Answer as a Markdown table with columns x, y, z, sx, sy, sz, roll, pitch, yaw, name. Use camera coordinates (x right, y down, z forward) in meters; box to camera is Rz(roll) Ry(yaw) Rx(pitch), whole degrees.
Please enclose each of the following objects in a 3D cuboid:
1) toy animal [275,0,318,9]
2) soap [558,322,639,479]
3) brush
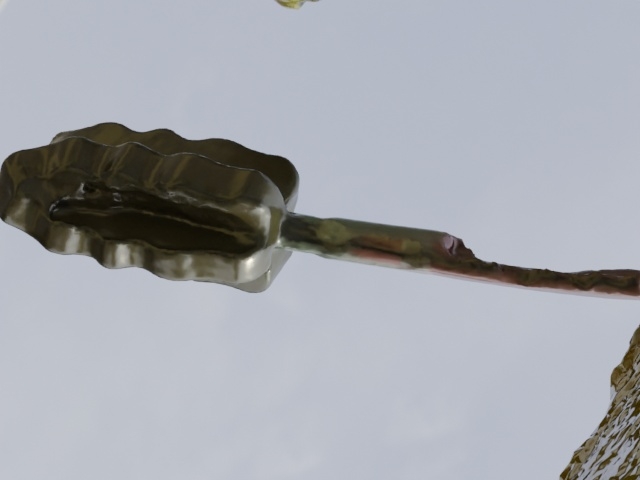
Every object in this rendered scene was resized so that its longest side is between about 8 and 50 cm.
| x | y | z | sx | sy | sz | roll | pitch | yaw | name |
| --- | --- | --- | --- | --- | --- | --- | --- | --- | --- |
| -0.005 | -0.214 | 0.847 | 0.136 | 0.181 | 0.073 | -30 | -142 | 4 | toy animal |
| 0.108 | 0.044 | 0.489 | 0.169 | 0.304 | 0.339 | 125 | -35 | -48 | soap |
| 0.000 | 0.000 | 0.821 | 0.301 | 0.084 | 0.071 | 10 | -79 | 12 | brush |
